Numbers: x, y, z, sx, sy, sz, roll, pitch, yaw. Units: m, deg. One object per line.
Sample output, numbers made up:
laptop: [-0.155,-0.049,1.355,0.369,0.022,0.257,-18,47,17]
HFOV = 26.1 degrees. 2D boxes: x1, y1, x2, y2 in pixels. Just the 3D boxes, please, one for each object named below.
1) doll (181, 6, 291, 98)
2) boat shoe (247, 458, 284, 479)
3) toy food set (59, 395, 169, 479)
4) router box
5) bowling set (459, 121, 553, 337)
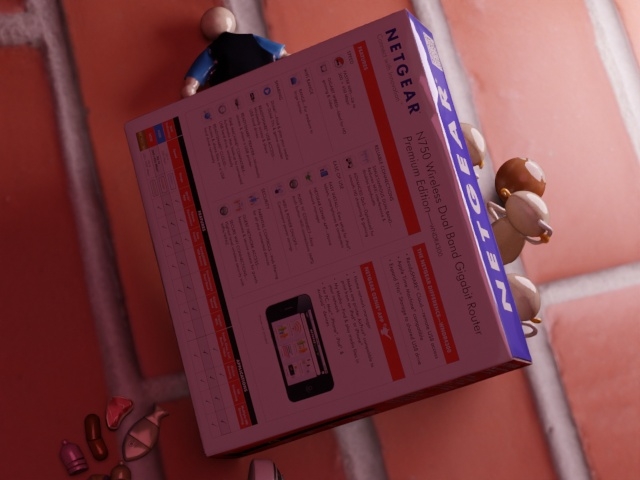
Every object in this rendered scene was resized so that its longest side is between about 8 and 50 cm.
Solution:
doll: [-0.083,-0.162,1.435,0.129,0.046,0.189,-15,73,-17]
boat shoe: [-0.028,0.305,1.247,0.070,0.078,0.219,-4,77,-11]
toy food set: [-0.201,0.194,1.285,0.078,0.019,0.122,26,66,0]
router box: [0.000,0.000,1.271,0.301,0.082,0.335,-19,76,18]
bowling set: [0.150,-0.049,1.374,0.287,0.154,0.200,44,68,8]
